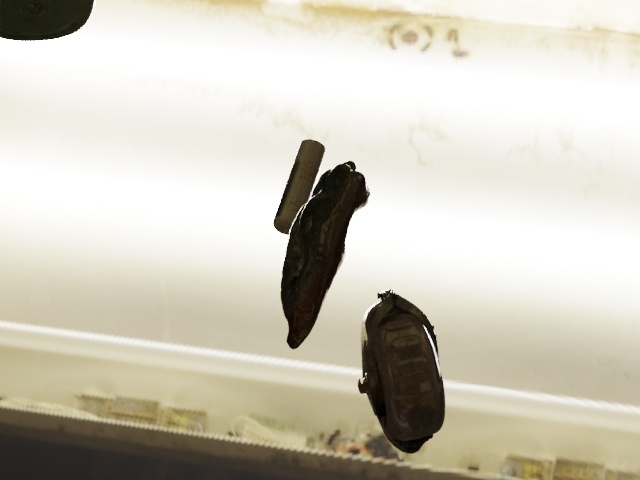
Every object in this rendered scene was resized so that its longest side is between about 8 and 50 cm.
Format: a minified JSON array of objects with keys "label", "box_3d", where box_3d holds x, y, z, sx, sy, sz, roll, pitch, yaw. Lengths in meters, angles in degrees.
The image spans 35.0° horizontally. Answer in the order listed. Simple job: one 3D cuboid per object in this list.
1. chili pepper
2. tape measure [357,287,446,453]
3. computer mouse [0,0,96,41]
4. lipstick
[{"label":"chili pepper","box_3d":[-0.001,0.000,0.673,0.041,0.050,0.153,22,-122,4]},{"label":"tape measure","box_3d":[0.119,0.199,1.486,0.120,0.236,0.197,-11,-139,-7]},{"label":"computer mouse","box_3d":[-0.311,-0.320,1.069,0.159,0.288,0.097,-4,-116,-12]},{"label":"lipstick","box_3d":[-0.029,-0.073,1.402,0.040,0.040,0.141,11,-118,13]}]
